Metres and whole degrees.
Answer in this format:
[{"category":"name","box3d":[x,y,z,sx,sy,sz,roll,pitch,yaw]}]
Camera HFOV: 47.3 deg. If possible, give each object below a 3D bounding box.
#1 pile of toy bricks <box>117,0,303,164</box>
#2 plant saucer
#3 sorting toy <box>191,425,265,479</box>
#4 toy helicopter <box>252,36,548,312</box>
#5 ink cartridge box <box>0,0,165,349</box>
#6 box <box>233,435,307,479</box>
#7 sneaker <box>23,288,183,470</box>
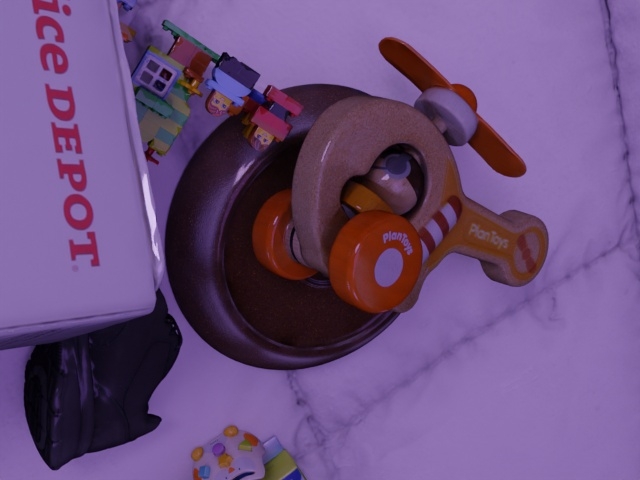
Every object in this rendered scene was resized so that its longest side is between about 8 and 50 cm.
[{"category":"pile of toy bricks","box3d":[-0.124,-0.115,0.591,0.212,0.118,0.105,30,93,-22]},{"category":"plant saucer","box3d":[0.000,0.000,0.743,0.310,0.050,0.311,-9,111,-24]},{"category":"sorting toy","box3d":[-0.093,0.239,0.763,0.083,0.075,0.045,-33,119,-14]},{"category":"toy helicopter","box3d":[0.119,-0.040,0.710,0.355,0.140,0.235,18,90,-41]},{"category":"ink cartridge box","box3d":[-0.307,-0.068,0.367,0.395,0.166,0.286,-3,79,-45]},{"category":"box","box3d":[-0.051,0.321,0.834,0.109,0.042,0.178,-33,120,-14]},{"category":"sneaker","box3d":[-0.185,0.062,0.650,0.130,0.109,0.286,-2,116,-37]}]
